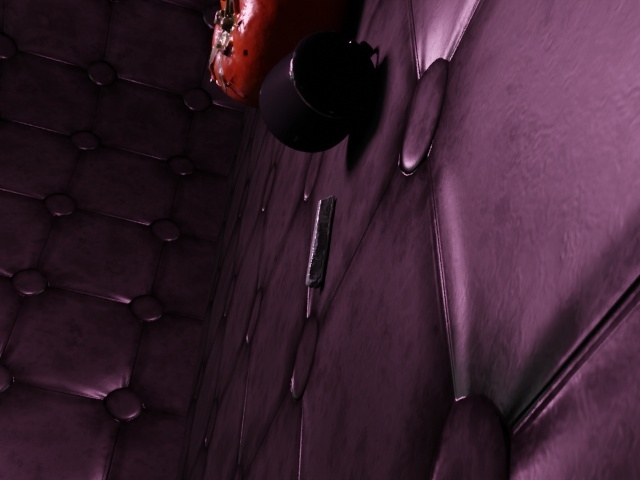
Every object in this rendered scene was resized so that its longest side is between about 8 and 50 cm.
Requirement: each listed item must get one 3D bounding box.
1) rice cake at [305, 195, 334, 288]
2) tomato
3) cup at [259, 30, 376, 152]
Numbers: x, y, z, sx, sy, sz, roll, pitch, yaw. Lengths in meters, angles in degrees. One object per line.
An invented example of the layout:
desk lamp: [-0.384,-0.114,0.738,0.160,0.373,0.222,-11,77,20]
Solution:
rice cake: [0.000,-0.001,1.359,0.033,0.029,0.171,112,169,-62]
tomato: [-0.082,-0.444,1.724,0.341,0.272,0.341,-176,90,-68]
cup: [0.011,-0.261,1.339,0.223,0.169,0.176,-47,3,-24]
